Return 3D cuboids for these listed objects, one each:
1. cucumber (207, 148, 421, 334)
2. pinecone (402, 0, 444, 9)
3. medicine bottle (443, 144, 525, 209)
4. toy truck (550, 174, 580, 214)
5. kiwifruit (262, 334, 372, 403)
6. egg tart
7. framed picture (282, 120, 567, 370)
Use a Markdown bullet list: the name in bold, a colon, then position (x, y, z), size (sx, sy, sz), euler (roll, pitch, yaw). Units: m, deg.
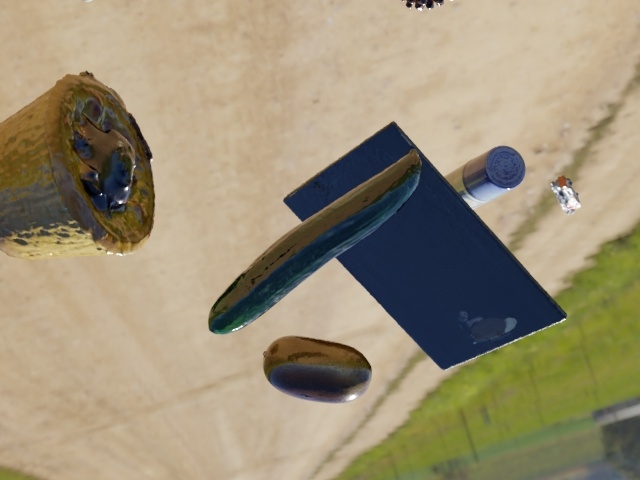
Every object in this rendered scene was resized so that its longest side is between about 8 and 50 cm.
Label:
- **cucumber**: position (0.000, 0.000, 1.227), size (0.284, 0.056, 0.056), euler (-38, 172, -16)
- **pinecone**: position (0.146, -0.365, 1.679), size (0.102, 0.102, 0.109), euler (-4, 173, -42)
- **medicine bottle**: position (0.190, -0.068, 1.601), size (0.059, 0.059, 0.231), euler (-12, 173, -19)
- **toy truck**: position (0.381, -0.069, 1.908), size (0.032, 0.024, 0.083), euler (-22, 143, 19)
- **kiwifruit**: position (-0.004, 0.143, 1.368), size (0.124, 0.075, 0.075), euler (15, 160, -8)
- **egg tart**: position (-0.291, -0.074, 1.395), size (0.170, 0.215, 0.215), euler (-14, 168, 20)
- **framed picture**: position (0.125, 0.019, 1.561), size (0.244, 0.324, 0.013), euler (-31, -165, 50)
